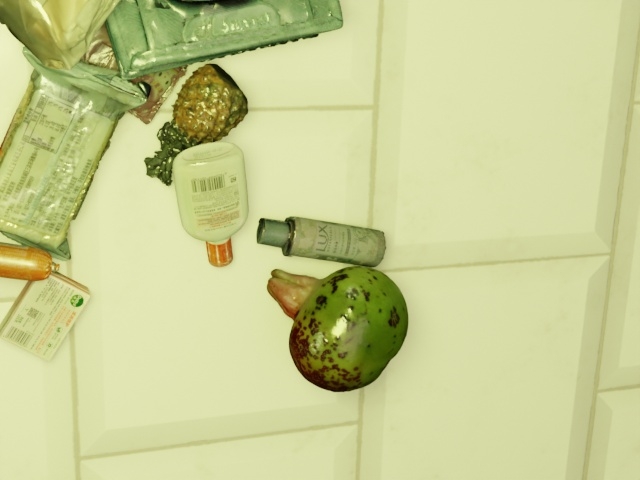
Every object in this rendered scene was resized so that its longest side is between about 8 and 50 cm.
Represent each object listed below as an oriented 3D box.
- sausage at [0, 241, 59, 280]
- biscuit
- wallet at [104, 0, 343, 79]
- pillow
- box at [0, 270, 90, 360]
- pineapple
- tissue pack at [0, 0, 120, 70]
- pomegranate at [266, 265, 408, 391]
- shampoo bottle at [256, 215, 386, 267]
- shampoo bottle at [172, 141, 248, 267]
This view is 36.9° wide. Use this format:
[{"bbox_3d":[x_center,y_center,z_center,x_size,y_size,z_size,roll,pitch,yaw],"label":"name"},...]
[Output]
[{"bbox_3d":[-0.551,0.015,1.371,0.347,0.053,0.053,9,103,-15],"label":"sausage"},{"bbox_3d":[-0.386,-0.118,1.382,0.186,0.079,0.309,19,105,-27],"label":"biscuit"},{"bbox_3d":[-0.150,-0.382,1.371,0.342,0.075,0.237,-15,90,-14],"label":"wallet"},{"bbox_3d":[-0.297,-0.259,1.402,0.185,0.043,0.118,32,95,-29],"label":"pillow"},{"bbox_3d":[-0.423,0.109,1.467,0.089,0.043,0.125,33,93,-25],"label":"box"},{"bbox_3d":[-0.196,-0.170,1.441,0.108,0.108,0.198,37,103,-25],"label":"pineapple"},{"bbox_3d":[-0.360,-0.469,1.214,0.390,0.195,0.375,42,91,-8],"label":"tissue pack"},{"bbox_3d":[0.015,0.127,1.564,0.247,0.214,0.214,32,94,8],"label":"pomegranate"},{"bbox_3d":[0.000,0.000,1.572,0.214,0.072,0.072,9,103,-21],"label":"shampoo bottle"},{"bbox_3d":[-0.163,-0.049,1.465,0.108,0.051,0.221,-14,136,-13],"label":"shampoo bottle"}]
